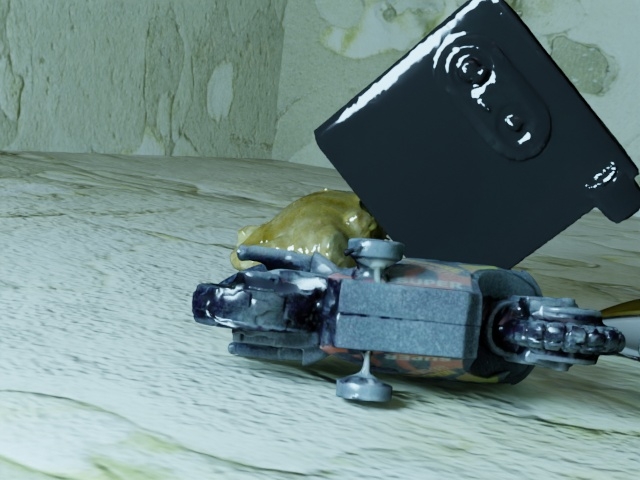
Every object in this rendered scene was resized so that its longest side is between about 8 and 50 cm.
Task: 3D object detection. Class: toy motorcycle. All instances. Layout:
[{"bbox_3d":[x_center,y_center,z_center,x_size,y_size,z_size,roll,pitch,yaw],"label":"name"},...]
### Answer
[{"bbox_3d":[0.060,0.058,0.815,0.307,0.108,0.173,6,-2,4],"label":"toy motorcycle"}]

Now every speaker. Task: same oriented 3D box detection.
[{"bbox_3d":[0.167,-0.077,1.121,0.232,0.254,0.184,-38,-7,17],"label":"speaker"}]

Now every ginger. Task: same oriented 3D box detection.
[{"bbox_3d":[0.000,0.000,1.191,0.157,0.102,0.216,-19,4,19],"label":"ginger"}]

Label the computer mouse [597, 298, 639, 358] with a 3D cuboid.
[{"bbox_3d":[0.386,0.087,0.970,0.310,0.072,0.158,11,7,39],"label":"computer mouse"}]

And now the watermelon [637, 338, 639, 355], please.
[{"bbox_3d":[0.348,-0.011,0.768,0.228,0.258,0.387,-40,26,-14],"label":"watermelon"}]
